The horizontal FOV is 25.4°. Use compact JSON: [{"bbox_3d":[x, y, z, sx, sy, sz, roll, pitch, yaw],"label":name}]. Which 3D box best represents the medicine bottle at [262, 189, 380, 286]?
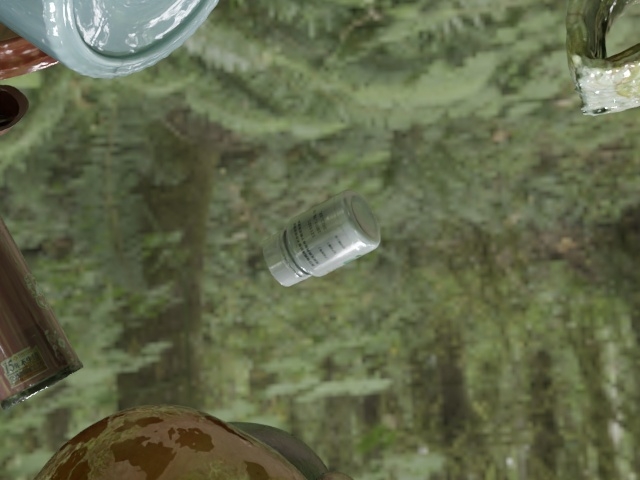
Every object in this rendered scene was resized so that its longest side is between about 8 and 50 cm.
[{"bbox_3d":[0.000,0.000,1.716,0.130,0.080,0.080,-29,168,23],"label":"medicine bottle"}]

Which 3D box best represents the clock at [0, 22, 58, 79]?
[{"bbox_3d":[-0.338,-0.296,1.714,0.318,0.318,0.080,-4,136,23],"label":"clock"}]

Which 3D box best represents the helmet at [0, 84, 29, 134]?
[{"bbox_3d":[-0.547,-0.207,2.389,0.111,0.089,0.057,-32,160,-29],"label":"helmet"}]

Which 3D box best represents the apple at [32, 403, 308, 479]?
[{"bbox_3d":[-0.146,0.341,1.348,0.338,0.305,0.338,14,143,11],"label":"apple"}]

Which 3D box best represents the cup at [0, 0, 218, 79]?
[{"bbox_3d":[-0.228,-0.347,1.279,0.311,0.331,0.257,37,178,24],"label":"cup"}]

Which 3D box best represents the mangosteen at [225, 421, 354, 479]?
[{"bbox_3d":[-0.068,0.354,1.667,0.302,0.275,0.275,7,-176,28],"label":"mangosteen"}]

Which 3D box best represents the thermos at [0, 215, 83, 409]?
[{"bbox_3d":[-0.409,0.032,1.736,0.109,0.330,0.136,-28,-179,30],"label":"thermos"}]

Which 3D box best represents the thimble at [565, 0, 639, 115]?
[{"bbox_3d":[0.335,-0.228,1.533,0.137,0.190,0.143,41,-177,18],"label":"thimble"}]
